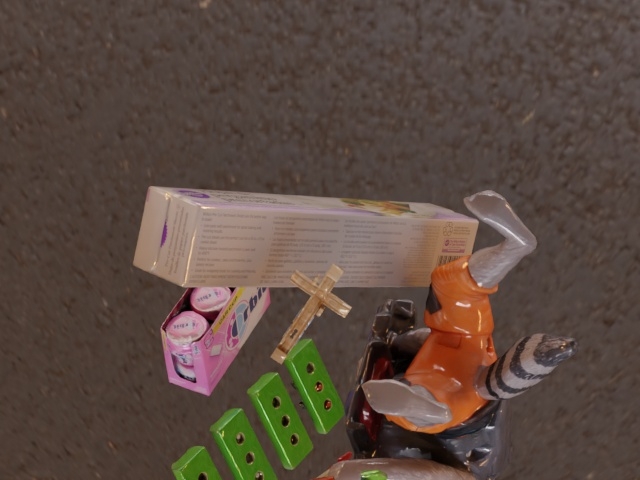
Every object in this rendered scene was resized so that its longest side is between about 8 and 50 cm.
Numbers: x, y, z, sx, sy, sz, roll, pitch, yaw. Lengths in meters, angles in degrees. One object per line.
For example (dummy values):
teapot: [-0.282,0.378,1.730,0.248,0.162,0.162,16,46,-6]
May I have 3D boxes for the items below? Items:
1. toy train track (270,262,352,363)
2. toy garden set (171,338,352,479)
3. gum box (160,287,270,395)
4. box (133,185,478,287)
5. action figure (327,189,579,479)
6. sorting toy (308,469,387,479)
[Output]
toy train track: [-0.010,0.053,0.986,0.048,0.014,0.083,34,105,1]
toy garden set: [-0.058,0.265,1.595,0.244,0.049,0.203,-42,118,-39]
gum box: [-0.136,0.100,1.797,0.062,0.107,0.188,16,49,19]
box: [0.000,0.000,1.115,0.063,0.324,0.067,21,104,43]
action figure: [0.097,0.171,1.134,0.179,0.330,0.341,11,59,8]
sorting toy: [0.005,0.180,1.027,0.083,0.062,0.012,-6,83,-21]
